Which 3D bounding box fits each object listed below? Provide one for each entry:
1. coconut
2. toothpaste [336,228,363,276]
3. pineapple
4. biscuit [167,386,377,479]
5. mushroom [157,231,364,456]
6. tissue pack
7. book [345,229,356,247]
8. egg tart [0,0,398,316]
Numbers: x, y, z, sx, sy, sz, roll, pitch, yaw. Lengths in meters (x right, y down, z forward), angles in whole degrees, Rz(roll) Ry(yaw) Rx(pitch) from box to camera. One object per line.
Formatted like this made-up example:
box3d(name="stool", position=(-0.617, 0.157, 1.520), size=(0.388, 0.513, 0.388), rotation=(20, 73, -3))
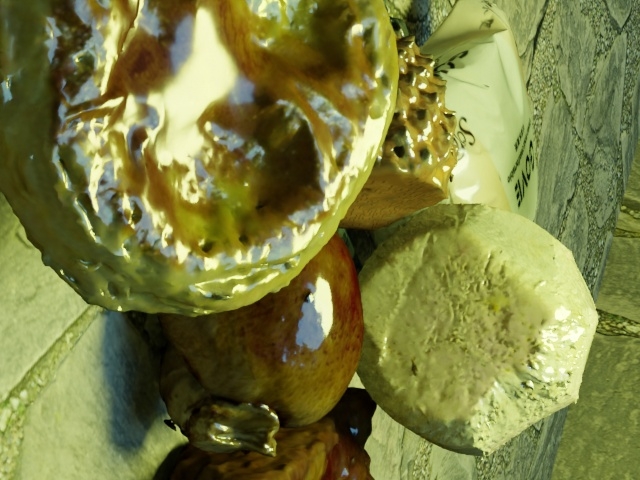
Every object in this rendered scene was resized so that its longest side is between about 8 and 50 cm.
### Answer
box3d(name="coconut", position=(0.190, 0.111, 1.942), size=(0.309, 0.297, 0.297), rotation=(26, 75, -73))
box3d(name="toothpaste", position=(0.025, 0.021, 2.048), size=(0.062, 0.039, 0.239), rotation=(-63, 152, -22))
box3d(name="pineapple", position=(0.042, -0.200, 1.844), size=(0.223, 0.223, 0.357), rotation=(53, 32, -63))
box3d(name="biscuit", position=(-0.060, 0.366, 1.845), size=(0.395, 0.166, 0.342), rotation=(-26, 122, -67))
box3d(name="mushroom", position=(-0.063, 0.085, 1.667), size=(0.263, 0.195, 0.283), rotation=(20, 83, -57))
box3d(name="tissue pack", position=(0.185, -0.092, 2.196), size=(0.375, 0.195, 0.390), rotation=(-56, 140, -48))
box3d(name="book", position=(0.000, 0.000, 2.048), size=(0.198, 0.016, 0.138), rotation=(71, 35, -52))
box3d(name="egg tart", position=(-0.127, -0.152, 1.342), size=(0.443, 0.178, 0.443), rotation=(-9, 102, -45))
